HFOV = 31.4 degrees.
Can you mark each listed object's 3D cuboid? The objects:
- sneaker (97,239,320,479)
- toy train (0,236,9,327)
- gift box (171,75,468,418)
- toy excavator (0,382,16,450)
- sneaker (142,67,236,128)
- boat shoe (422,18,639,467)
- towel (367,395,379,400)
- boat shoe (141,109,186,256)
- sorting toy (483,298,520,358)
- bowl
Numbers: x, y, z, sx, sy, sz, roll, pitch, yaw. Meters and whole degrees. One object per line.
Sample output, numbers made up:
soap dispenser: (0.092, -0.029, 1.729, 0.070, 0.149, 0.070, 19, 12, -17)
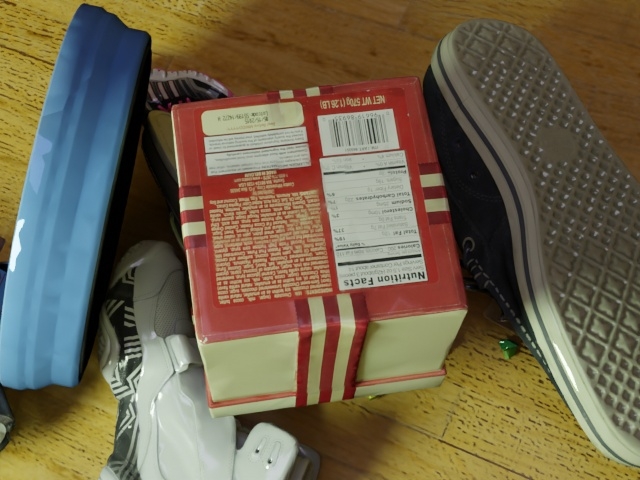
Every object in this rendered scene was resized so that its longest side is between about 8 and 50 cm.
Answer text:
sneaker: (-0.112, 0.173, 1.164, 0.210, 0.137, 0.365, -4, 71, 10)
toy train: (-0.356, 0.066, 1.144, 0.080, 0.105, 0.184, -46, 21, 28)
gift box: (0.000, 0.000, 1.043, 0.255, 0.258, 0.276, -3, 66, -3)
toy excavator: (-0.587, 0.252, 1.201, 0.433, 0.445, 0.222, -7, 52, -40)
sneaker: (-0.179, -0.161, 1.358, 0.170, 0.063, 0.074, 11, 70, 22)
boat shoe: (0.226, 0.003, 1.135, 0.187, 0.156, 0.500, -6, 57, -25)
towel: (0.038, 0.052, 1.241, 0.102, 0.021, 0.237, -33, 64, 2)
boat shoe: (-0.120, -0.020, 1.258, 0.305, 0.109, 0.091, 53, 122, 25)
sorting toy: (0.203, 0.082, 1.191, 0.062, 0.012, 0.083, 31, 74, 18)
bowl: (-0.241, -0.039, 1.155, 0.077, 0.391, 0.391, 12, 69, -8)
